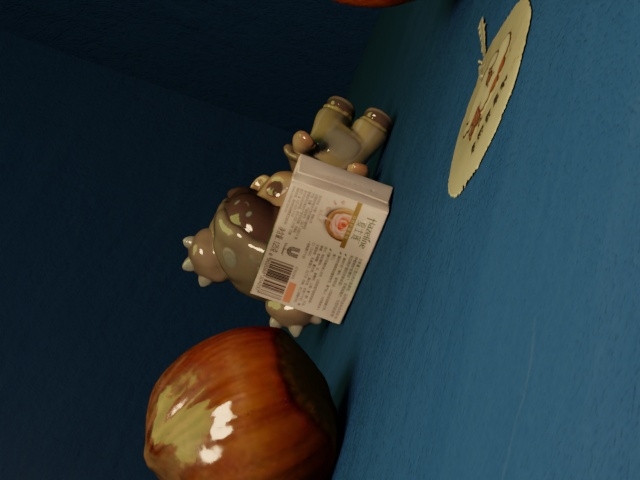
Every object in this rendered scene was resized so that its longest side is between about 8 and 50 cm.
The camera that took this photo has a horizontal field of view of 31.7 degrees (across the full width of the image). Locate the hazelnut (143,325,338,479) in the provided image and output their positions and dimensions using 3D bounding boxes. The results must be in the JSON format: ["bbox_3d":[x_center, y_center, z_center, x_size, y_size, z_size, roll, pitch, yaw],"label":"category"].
[{"bbox_3d":[-0.079,0.204,1.217,0.186,0.210,0.210,24,-97,-55],"label":"hazelnut"}]

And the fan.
[{"bbox_3d":[0.154,-0.161,1.069,0.329,0.009,0.190,-78,8,-59],"label":"fan"}]

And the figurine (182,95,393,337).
[{"bbox_3d":[-0.032,-0.054,1.765,0.380,0.248,0.203,-59,-4,-12],"label":"figurine"}]

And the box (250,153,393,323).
[{"bbox_3d":[0.000,0.000,1.508,0.081,0.135,0.199,-76,8,-56],"label":"box"}]

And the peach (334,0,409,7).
[{"bbox_3d":[0.056,-0.490,1.430,0.388,0.388,0.388,-161,90,-86],"label":"peach"}]
